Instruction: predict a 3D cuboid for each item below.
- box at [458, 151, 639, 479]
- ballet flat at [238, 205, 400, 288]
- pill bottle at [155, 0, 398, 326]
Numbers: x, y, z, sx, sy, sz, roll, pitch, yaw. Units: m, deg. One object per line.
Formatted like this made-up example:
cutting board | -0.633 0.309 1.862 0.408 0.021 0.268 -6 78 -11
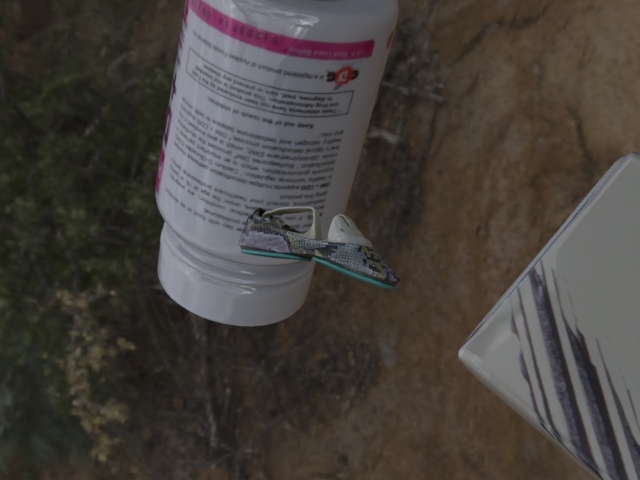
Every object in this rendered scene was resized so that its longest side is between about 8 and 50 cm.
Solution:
box | 0.181 0.097 0.349 0.275 0.113 0.094 40 90 26
ballet flat | 0.000 0.000 0.689 0.114 0.041 0.041 13 91 29
pill bottle | -0.047 -0.081 0.896 0.160 0.160 0.283 -123 39 -48
